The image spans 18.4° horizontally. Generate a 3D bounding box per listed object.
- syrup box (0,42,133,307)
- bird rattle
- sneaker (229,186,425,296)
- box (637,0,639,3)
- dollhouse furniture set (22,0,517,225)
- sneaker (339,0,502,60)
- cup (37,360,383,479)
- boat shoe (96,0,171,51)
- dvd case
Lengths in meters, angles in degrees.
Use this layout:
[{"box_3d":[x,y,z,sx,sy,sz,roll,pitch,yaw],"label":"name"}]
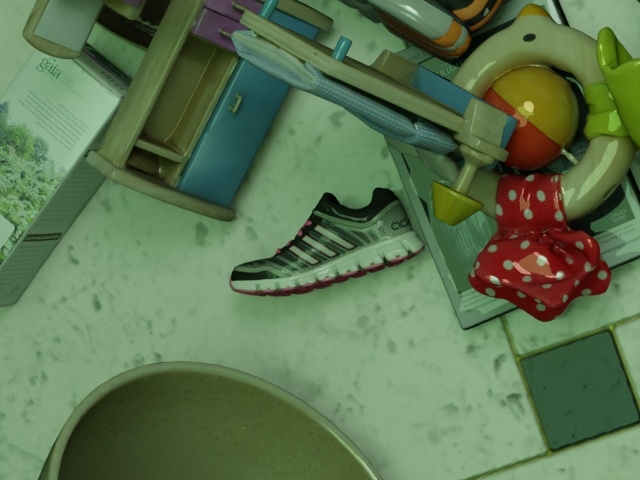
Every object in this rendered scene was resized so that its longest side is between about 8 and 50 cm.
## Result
[{"box_3d":[-0.256,-0.060,1.741,0.093,0.096,0.237,39,100,12],"label":"syrup box"},{"box_3d":[0.187,-0.071,1.581,0.207,0.143,0.253,46,115,24],"label":"bird rattle"},{"box_3d":[0.000,0.000,1.678,0.170,0.063,0.074,-17,83,13],"label":"sneaker"},{"box_3d":[0.364,-0.249,1.529,0.232,0.127,0.148,6,91,17],"label":"box"},{"box_3d":[-0.055,-0.091,1.541,0.303,0.286,0.198,34,101,48],"label":"dollhouse furniture set"},{"box_3d":[0.035,-0.296,1.653,0.321,0.124,0.180,33,88,15],"label":"sneaker"},{"box_3d":[-0.117,0.300,1.604,0.331,0.331,0.237,50,129,12],"label":"cup"},{"box_3d":[-0.212,-0.272,1.715,0.342,0.123,0.123,41,101,14],"label":"boat shoe"},{"box_3d":[0.155,-0.069,1.645,0.179,0.029,0.238,-24,83,15],"label":"dvd case"}]
